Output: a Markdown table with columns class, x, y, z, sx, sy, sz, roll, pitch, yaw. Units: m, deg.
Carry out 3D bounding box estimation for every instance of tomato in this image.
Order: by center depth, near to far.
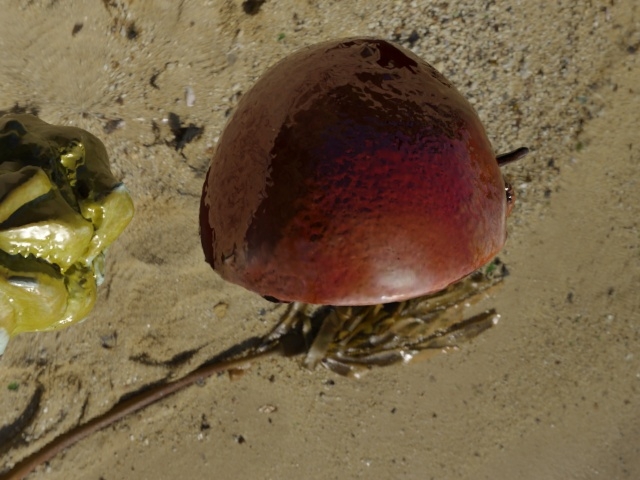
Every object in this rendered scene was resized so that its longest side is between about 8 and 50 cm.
| class | x | y | z | sx | sy | sz | roll | pitch | yaw |
| --- | --- | --- | --- | --- | --- | --- | --- | --- | --- |
| tomato | 0.021 | -0.087 | 0.529 | 0.308 | 0.309 | 0.170 | -10 | 117 | -19 |

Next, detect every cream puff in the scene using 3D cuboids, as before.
| class | x | y | z | sx | sy | sz | roll | pitch | yaw |
| --- | --- | --- | --- | --- | --- | --- | --- | --- | --- |
| cream puff | -0.463 | -0.030 | 0.876 | 0.378 | 0.275 | 0.379 | -1 | 69 | 4 |

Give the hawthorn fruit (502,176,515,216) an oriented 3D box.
| class | x | y | z | sx | sy | sz | roll | pitch | yaw |
| --- | --- | --- | --- | --- | --- | --- | --- | --- | --- |
| hawthorn fruit | 0.319 | -0.077 | 1.192 | 0.128 | 0.128 | 0.128 | -5 | 103 | -21 |
